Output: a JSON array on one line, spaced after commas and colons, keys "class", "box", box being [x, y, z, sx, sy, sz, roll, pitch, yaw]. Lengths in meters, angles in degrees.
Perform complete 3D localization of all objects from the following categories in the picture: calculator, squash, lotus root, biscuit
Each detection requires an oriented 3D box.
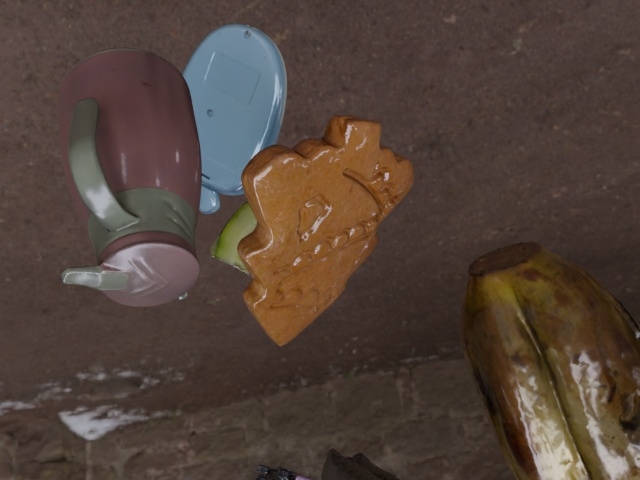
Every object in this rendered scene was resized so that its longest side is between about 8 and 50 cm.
[{"class": "calculator", "box": [-0.152, -0.179, 1.019, 0.042, 0.188, 0.303, -21, 136, -65]}, {"class": "squash", "box": [-0.121, -0.009, 1.474, 0.237, 0.204, 0.155, 30, 96, -27]}, {"class": "lotus root", "box": [0.257, 0.140, 0.715, 0.193, 0.291, 0.193, -21, 174, -2]}, {"class": "biscuit", "box": [0.000, 0.000, 0.786, 0.284, 0.043, 0.306, -9, 126, -48]}]

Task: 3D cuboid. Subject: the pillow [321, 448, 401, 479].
[{"class": "pillow", "box": [0.061, 0.373, 0.681, 0.101, 0.228, 0.326, 30, 170, -28]}]

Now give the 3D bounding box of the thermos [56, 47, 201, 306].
[{"class": "thermos", "box": [-0.190, -0.066, 0.658, 0.146, 0.265, 0.176, -24, 140, 6]}]

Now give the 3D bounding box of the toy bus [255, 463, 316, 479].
[{"class": "toy bus", "box": [-0.051, 0.435, 1.109, 0.108, 0.096, 0.199, 22, 159, -15]}]

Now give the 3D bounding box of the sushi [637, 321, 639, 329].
[{"class": "sushi", "box": [0.435, 0.132, 0.813, 0.040, 0.193, 0.210, -12, 112, -9]}]
